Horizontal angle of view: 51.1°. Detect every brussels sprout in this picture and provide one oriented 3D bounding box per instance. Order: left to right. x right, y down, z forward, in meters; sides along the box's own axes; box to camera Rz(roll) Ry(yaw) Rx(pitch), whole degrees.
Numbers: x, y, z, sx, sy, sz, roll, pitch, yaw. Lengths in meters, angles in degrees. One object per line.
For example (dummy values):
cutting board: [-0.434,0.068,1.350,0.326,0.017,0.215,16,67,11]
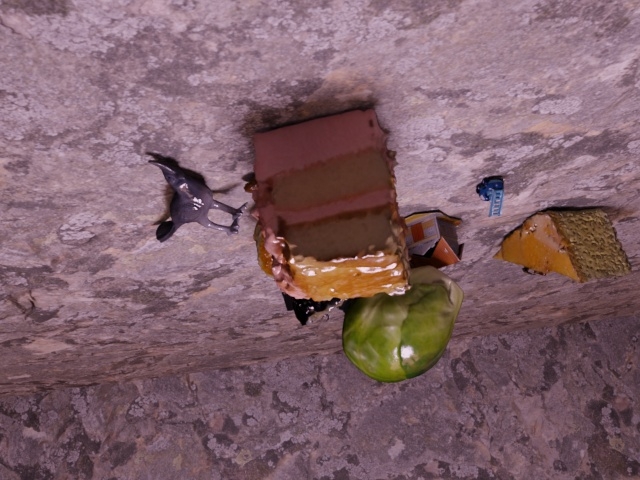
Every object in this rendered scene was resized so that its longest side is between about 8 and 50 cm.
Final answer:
brussels sprout: [0.228,0.228,1.848,0.354,0.281,0.289,-44,150,-7]

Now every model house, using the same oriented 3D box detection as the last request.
model house: [0.287,0.024,1.893,0.219,0.136,0.207,-24,157,35]

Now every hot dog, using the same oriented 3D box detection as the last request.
hot dog: [-0.129,-0.120,1.470,0.058,0.035,0.083,-25,160,39]

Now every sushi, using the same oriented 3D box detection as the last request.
sushi: [-0.010,0.097,1.844,0.225,0.219,0.238,-32,-172,2]

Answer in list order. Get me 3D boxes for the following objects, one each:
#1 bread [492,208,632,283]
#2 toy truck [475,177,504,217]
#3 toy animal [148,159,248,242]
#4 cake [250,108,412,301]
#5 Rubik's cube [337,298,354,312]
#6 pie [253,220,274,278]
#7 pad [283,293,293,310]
bread: [0.723,0.065,2.022,0.248,0.279,0.315,-9,149,-21]
toy truck: [0.430,-0.106,1.669,0.056,0.090,0.073,-4,160,-13]
toy animal: [-0.268,-0.068,1.473,0.205,0.081,0.367,13,156,-6]
cake: [0.023,-0.055,1.327,0.292,0.307,0.314,-9,160,5]
Rubik's cube: [0.120,0.162,2.068,0.233,0.229,0.228,6,149,-17]
pie: [0.000,0.000,1.614,0.314,0.092,0.315,-5,124,-7]
pad: [-0.051,0.216,2.460,0.170,0.006,0.245,-10,160,-2]
